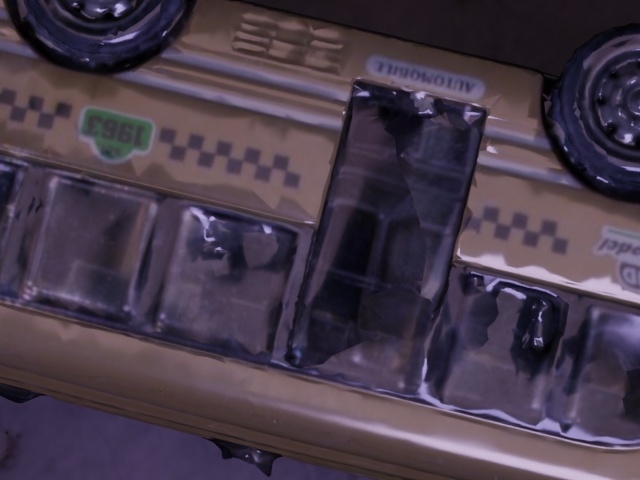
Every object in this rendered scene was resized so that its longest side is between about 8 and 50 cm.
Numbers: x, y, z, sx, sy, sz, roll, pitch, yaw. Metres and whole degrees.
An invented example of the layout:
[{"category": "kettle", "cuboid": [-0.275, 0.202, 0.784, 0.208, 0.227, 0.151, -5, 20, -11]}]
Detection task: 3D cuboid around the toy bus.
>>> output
[{"category": "toy bus", "cuboid": [0.000, 0.000, 0.775, 0.365, 0.177, 0.202, 13, 83, 4]}]
